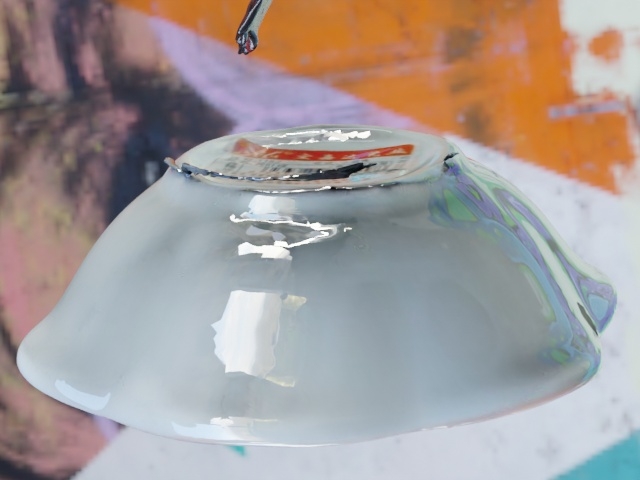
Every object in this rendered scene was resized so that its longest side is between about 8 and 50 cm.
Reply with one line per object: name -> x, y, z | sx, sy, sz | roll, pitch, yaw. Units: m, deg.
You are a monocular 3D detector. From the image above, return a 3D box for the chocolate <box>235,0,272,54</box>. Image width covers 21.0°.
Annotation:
chocolate -> 0.016, -0.138, 0.518 | 0.182, 0.028, 0.086 | -62, 4, 1

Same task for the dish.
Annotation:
dish -> 0.000, 0.000, 0.640 | 0.229, 0.229, 0.081 | -28, -62, -57
